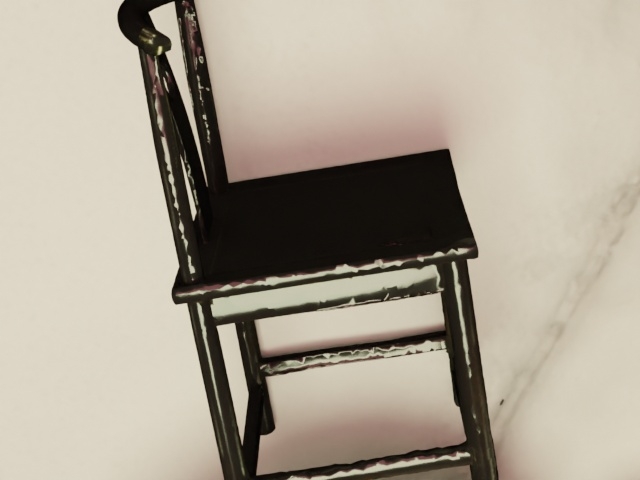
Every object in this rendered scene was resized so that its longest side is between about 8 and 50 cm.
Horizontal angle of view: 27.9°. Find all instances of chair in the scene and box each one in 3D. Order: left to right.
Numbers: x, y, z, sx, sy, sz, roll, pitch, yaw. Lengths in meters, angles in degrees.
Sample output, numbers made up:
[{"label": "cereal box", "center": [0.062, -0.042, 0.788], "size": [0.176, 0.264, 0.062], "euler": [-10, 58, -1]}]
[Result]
[{"label": "chair", "center": [0.000, 0.000, 0.620], "size": [0.141, 0.154, 0.260], "euler": [-9, 110, 3]}]
